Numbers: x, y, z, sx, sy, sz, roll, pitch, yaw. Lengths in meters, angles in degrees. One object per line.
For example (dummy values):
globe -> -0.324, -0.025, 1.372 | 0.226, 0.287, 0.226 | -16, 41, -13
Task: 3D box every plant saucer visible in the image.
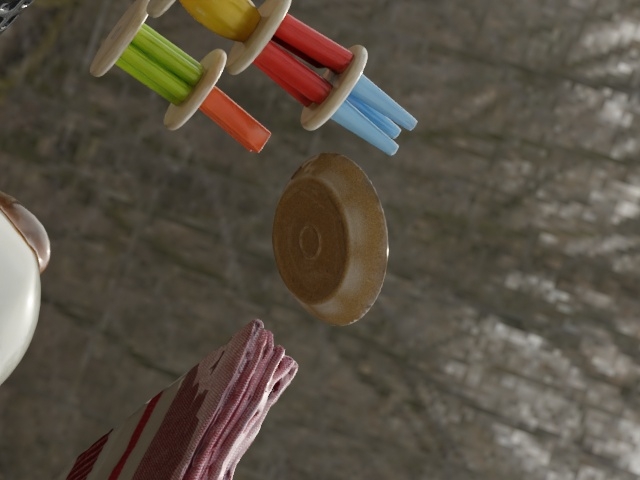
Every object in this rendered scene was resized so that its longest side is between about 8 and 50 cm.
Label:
plant saucer -> 0.000, 0.000, 0.865 | 0.083, 0.015, 0.083 | 10, -78, 51

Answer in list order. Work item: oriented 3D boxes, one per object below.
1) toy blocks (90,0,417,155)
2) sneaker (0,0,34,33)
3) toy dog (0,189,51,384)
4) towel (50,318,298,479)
toy blocks -> -0.034, -0.082, 0.962 | 0.123, 0.148, 0.054 | -35, -156, 51
sneaker -> -0.157, -0.151, 0.834 | 0.267, 0.106, 0.101 | -35, -173, 20
toy dog -> -0.389, 0.101, 1.382 | 0.408, 0.395, 0.284 | -38, -174, 31
towel -> -0.152, 0.194, 0.910 | 0.329, 0.037, 0.237 | -38, -165, 36
